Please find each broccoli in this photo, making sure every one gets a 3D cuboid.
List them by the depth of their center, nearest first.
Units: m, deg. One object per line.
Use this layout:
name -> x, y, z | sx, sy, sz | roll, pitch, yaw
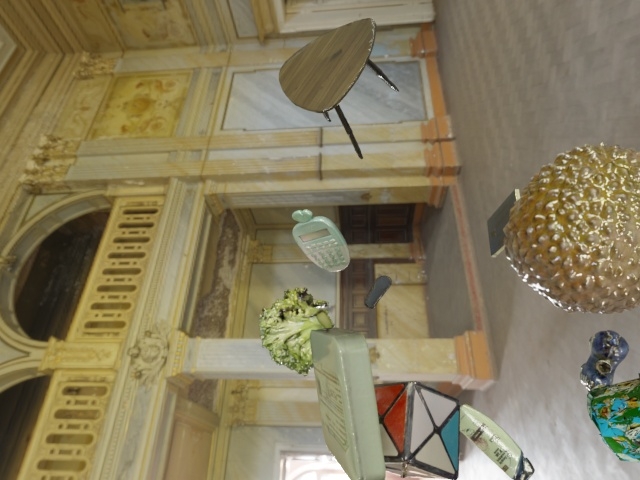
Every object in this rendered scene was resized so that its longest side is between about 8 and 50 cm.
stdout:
broccoli -> -0.079, 0.358, 1.660 | 0.335, 0.271, 0.324 | 63, -170, 3

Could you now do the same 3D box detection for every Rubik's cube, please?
Rubik's cube -> 0.350, 0.746, 1.625 | 0.306, 0.310, 0.306 | -30, 37, 46

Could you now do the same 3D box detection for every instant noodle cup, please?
instant noodle cup -> 0.967, 0.523, 1.233 | 0.178, 0.239, 0.241 | 118, 160, -50

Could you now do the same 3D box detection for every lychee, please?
lychee -> 0.648, -0.017, 1.009 | 0.380, 0.379, 0.433 | -77, -11, -70

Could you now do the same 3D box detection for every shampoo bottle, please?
shampoo bottle -> 0.751, 0.871, 1.786 | 0.134, 0.359, 0.078 | -55, -35, 6

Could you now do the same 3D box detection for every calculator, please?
calculator -> 0.000, 0.000, 1.515 | 0.295, 0.183, 0.042 | 57, -143, -26

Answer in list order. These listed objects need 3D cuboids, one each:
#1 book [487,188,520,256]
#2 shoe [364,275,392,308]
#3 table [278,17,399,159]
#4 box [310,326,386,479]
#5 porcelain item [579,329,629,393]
book -> 0.788, -0.069, 1.759 | 0.269, 0.025, 0.191 | 98, 178, -63
shoe -> 0.216, 0.201, 1.588 | 0.159, 0.062, 0.053 | -51, -10, -30
table -> 0.059, -0.434, 1.227 | 0.249, 0.316, 0.318 | 40, -137, -49
box -> 0.069, 0.468, 1.232 | 0.396, 0.110, 0.398 | 147, 116, -75
porcelain item -> 1.211, 0.530, 1.769 | 0.186, 0.137, 0.289 | -7, -65, -56
